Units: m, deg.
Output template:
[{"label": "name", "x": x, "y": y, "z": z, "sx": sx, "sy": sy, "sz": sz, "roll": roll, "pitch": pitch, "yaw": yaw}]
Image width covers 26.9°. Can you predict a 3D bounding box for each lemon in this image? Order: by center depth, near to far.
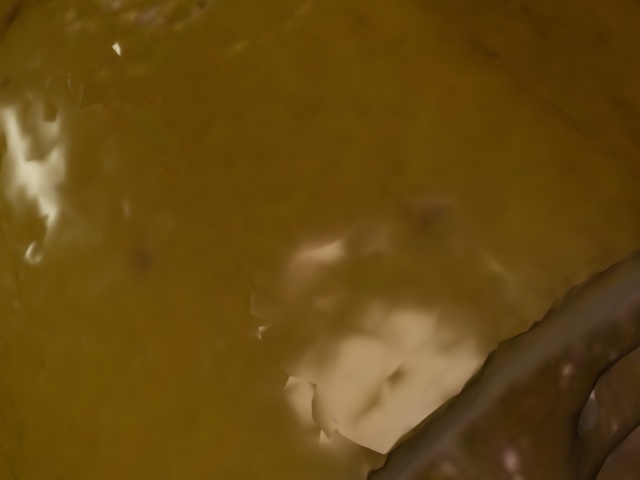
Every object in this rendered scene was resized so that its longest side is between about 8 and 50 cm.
[{"label": "lemon", "x": 0.000, "y": 0.000, "z": 0.542, "sx": 0.364, "sy": 0.364, "sz": 0.364, "roll": 1, "pitch": 96, "yaw": 5}]
